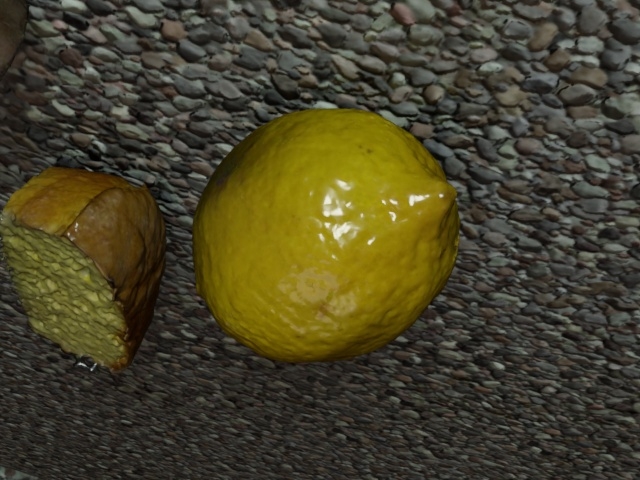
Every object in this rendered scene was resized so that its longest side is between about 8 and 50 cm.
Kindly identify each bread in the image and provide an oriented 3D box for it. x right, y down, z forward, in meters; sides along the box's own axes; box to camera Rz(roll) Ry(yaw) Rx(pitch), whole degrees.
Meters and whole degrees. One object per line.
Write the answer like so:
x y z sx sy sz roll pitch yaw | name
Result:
-0.209 0.011 0.949 0.129 0.134 0.260 24 147 6 | bread

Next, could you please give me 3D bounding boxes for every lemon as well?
0.000 0.000 0.767 0.188 0.188 0.257 32 143 -28 | lemon

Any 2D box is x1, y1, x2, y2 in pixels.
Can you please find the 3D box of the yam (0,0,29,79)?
-0.330 -0.190 0.656 0.280 0.131 0.131 34 147 -31 | yam
